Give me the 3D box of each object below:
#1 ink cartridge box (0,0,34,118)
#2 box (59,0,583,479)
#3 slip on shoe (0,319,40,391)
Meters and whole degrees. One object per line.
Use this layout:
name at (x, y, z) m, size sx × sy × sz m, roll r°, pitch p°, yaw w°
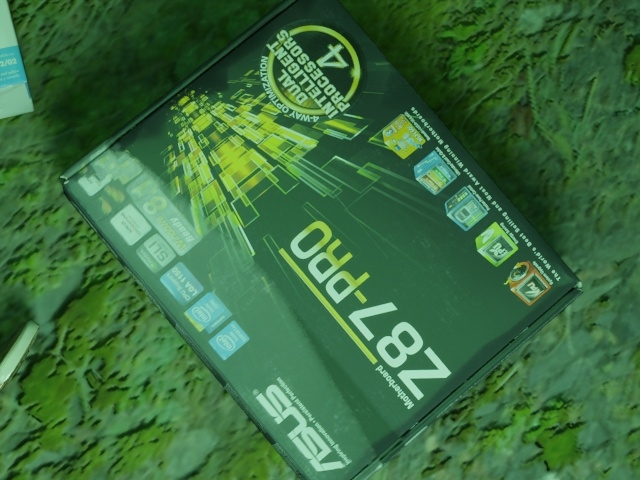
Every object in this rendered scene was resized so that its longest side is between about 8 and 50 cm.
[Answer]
ink cartridge box at (-0.322, -0.213, 1.435) m, size 0.061 × 0.104 × 0.181 m, roll -14°, pitch 82°, yaw -10°
box at (0.000, 0.000, 1.440) m, size 0.318 × 0.097 × 0.395 m, roll -39°, pitch 86°, yaw -9°
slip on shoe at (-0.309, 0.125, 1.402) m, size 0.041 × 0.051 × 0.135 m, roll 35°, pitch 85°, yaw -2°
